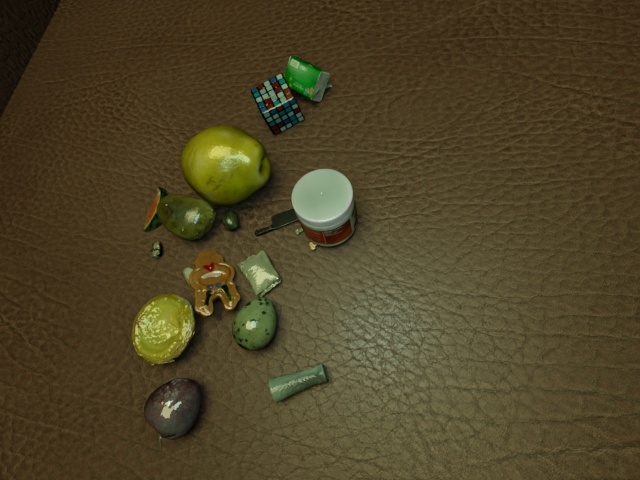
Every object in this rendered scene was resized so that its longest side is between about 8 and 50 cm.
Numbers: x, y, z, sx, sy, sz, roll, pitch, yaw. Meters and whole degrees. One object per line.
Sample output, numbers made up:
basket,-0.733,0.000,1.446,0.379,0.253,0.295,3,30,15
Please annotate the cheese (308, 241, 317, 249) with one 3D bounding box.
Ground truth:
cheese,0.000,0.000,1.800,0.111,0.017,0.047,-33,66,0

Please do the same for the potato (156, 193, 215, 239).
potato,-0.640,-0.118,1.930,0.307,0.173,0.210,23,85,23

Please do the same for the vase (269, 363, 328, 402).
vase,-0.081,0.550,1.588,0.219,0.096,0.096,-20,67,3

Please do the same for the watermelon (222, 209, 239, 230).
watermelon,-0.425,-0.096,1.919,0.078,0.078,0.111,-22,61,6

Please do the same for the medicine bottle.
medicine bottle,0.023,-0.131,1.710,0.252,0.241,0.253,-4,65,8

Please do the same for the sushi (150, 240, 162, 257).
sushi,-0.793,0.042,1.979,0.045,0.044,0.083,-13,69,10

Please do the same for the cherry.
cherry,-0.588,0.671,1.621,0.213,0.184,0.266,31,64,14

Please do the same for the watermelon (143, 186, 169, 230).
watermelon,-0.827,-0.159,2.060,0.119,0.063,0.245,3,75,35

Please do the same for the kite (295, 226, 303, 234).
kite,-0.005,-0.116,1.857,0.267,0.013,0.323,-40,68,-3

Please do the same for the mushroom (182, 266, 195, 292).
mushroom,-0.553,0.208,1.839,0.084,0.071,0.209,-28,61,-34

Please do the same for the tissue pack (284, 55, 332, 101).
tissue pack,-0.059,-0.820,2.072,0.209,0.156,0.148,36,118,22

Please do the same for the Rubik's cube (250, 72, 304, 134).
Rubik's cube,-0.212,-0.673,2.023,0.187,0.182,0.184,-29,67,3

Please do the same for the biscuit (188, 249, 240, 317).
biscuit,-0.475,0.179,1.801,0.201,0.047,0.334,-10,54,-17

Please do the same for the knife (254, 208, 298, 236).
knife,-0.199,-0.089,1.887,0.245,0.019,0.072,-22,65,8

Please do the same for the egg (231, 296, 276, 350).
egg,-0.264,0.337,1.668,0.176,0.177,0.228,11,56,18

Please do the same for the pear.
pear,-0.435,-0.342,1.870,0.417,0.362,0.363,-1,70,18

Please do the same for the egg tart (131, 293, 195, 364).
egg tart,-0.671,0.385,1.782,0.314,0.120,0.315,-5,67,12

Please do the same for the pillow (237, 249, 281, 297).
pillow,-0.264,0.146,1.789,0.134,0.078,0.181,-33,67,0
